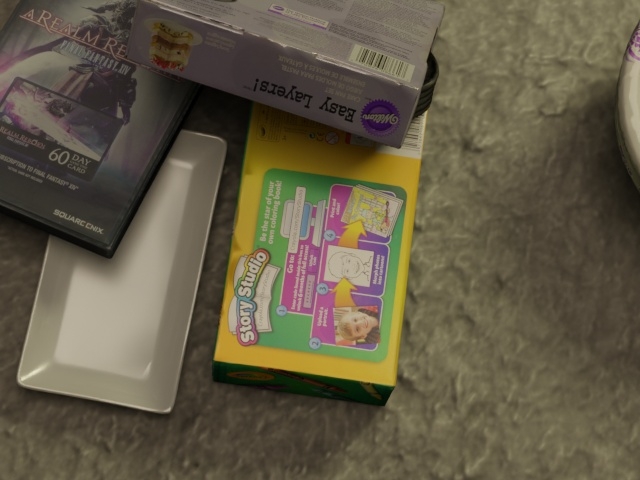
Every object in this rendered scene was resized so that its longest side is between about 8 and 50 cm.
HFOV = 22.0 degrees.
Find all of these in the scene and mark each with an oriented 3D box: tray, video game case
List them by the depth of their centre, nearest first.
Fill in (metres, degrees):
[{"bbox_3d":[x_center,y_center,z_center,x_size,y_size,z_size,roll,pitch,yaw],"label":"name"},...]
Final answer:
[{"bbox_3d":[-0.181,0.020,1.522,0.145,0.030,0.270,11,74,0],"label":"tray"},{"bbox_3d":[-0.224,-0.135,1.537,0.196,0.026,0.274,23,65,6],"label":"video game case"}]

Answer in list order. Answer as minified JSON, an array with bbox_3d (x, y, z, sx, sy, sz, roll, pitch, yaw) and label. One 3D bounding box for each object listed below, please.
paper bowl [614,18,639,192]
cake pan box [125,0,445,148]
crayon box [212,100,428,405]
[{"bbox_3d":[0.416,-0.123,1.523,0.284,0.148,0.284,-1,84,7],"label":"paper bowl"},{"bbox_3d":[-0.018,-0.190,1.496,0.267,0.246,0.070,17,119,0],"label":"cake pan box"},{"bbox_3d":[0.000,0.000,1.513,0.165,0.081,0.278,8,74,-1],"label":"crayon box"}]
